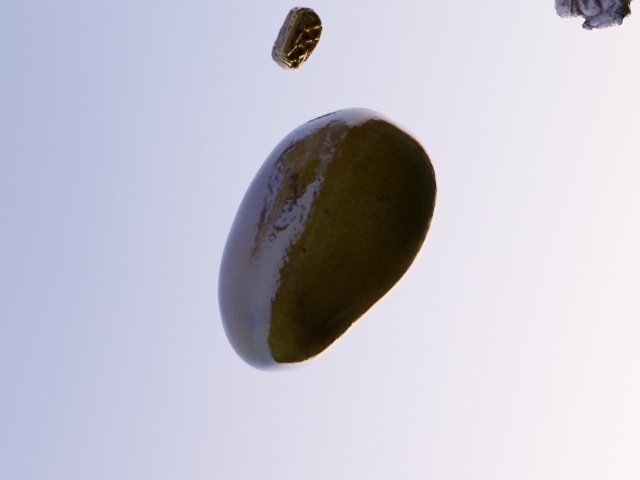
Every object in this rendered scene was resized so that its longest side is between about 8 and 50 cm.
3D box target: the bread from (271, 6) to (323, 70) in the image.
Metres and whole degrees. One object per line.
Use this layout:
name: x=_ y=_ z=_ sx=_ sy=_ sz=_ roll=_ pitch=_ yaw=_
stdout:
bread: x=-0.038 y=-0.337 z=1.624 sx=0.083 sy=0.044 sz=0.111 roll=13 pitch=-74 yaw=-59

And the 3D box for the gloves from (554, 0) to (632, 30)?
gloves: x=0.477 y=-0.411 z=1.677 sx=0.110 sy=0.144 sz=0.094 roll=-40 pitch=-39 yaw=-47

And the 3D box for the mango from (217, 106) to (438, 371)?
mango: x=0.000 y=0.000 z=1.258 sx=0.221 sy=0.264 sz=0.378 roll=45 pitch=-114 yaw=-37
